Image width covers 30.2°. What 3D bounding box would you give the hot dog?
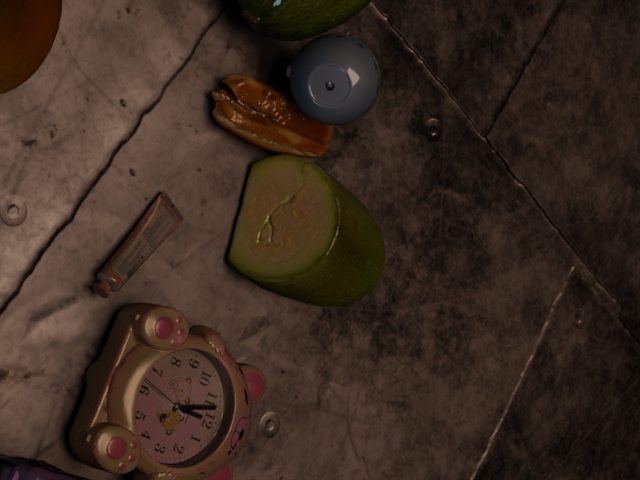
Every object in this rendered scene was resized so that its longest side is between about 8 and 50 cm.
[{"bbox_3d":[-0.083,-0.211,2.101,0.270,0.072,0.109,23,78,-38],"label":"hot dog"}]

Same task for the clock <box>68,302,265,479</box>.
[{"bbox_3d":[-0.241,0.273,1.956,0.309,0.114,0.283,32,70,-38],"label":"clock"}]

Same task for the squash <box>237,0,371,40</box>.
[{"bbox_3d":[0.000,-0.476,2.018,0.310,0.310,0.308,36,71,-36],"label":"squash"}]

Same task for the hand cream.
[{"bbox_3d":[-0.300,0.010,1.945,0.209,0.043,0.067,-53,125,-33],"label":"hand cream"}]

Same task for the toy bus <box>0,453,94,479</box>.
[{"bbox_3d":[-0.346,0.464,1.779,0.440,0.249,0.209,28,73,-38],"label":"toy bus"}]

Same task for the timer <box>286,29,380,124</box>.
[{"bbox_3d":[0.013,-0.296,2.102,0.175,0.255,0.175,-5,111,-14],"label":"timer"}]

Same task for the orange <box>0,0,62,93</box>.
[{"bbox_3d":[-0.510,-0.336,1.674,0.335,0.196,0.262,8,100,-48],"label":"orange"}]

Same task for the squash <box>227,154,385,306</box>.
[{"bbox_3d":[0.000,0.000,2.189,0.309,0.210,0.233,36,64,-67],"label":"squash"}]
